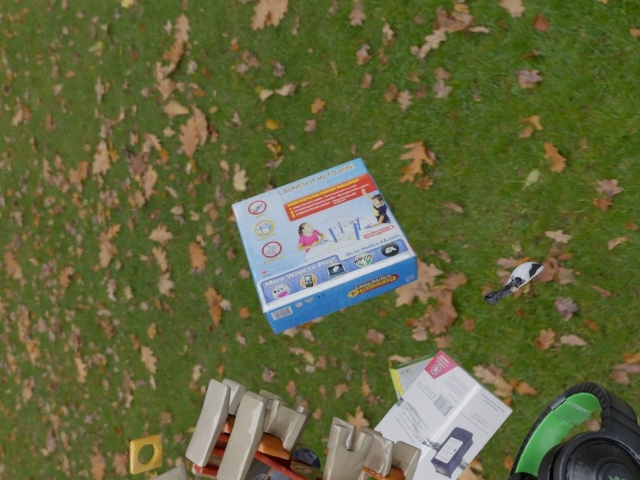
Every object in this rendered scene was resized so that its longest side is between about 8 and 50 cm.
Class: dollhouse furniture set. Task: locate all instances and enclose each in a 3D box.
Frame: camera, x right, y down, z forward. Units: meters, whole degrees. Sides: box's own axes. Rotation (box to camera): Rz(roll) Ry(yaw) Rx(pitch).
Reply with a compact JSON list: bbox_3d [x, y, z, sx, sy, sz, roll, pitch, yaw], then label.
[{"bbox_3d":[-0.052,0.274,0.722,0.259,0.262,0.135,2,68,52],"label":"dollhouse furniture set"}]

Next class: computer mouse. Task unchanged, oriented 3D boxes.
[{"bbox_3d":[0.487,0.094,1.420,0.042,0.193,0.106,54,136,13],"label":"computer mouse"}]

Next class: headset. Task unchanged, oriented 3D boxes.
[{"bbox_3d":[0.348,0.373,0.763,0.185,0.394,0.243,32,130,6],"label":"headset"}]

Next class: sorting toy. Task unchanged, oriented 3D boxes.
[{"bbox_3d":[-0.315,0.548,1.087,0.047,0.196,0.347,-2,100,46],"label":"sorting toy"}]

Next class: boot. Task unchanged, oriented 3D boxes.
[{"bbox_3d":[-0.098,0.372,0.817,0.082,0.219,0.106,53,165,-9],"label":"boot"}]

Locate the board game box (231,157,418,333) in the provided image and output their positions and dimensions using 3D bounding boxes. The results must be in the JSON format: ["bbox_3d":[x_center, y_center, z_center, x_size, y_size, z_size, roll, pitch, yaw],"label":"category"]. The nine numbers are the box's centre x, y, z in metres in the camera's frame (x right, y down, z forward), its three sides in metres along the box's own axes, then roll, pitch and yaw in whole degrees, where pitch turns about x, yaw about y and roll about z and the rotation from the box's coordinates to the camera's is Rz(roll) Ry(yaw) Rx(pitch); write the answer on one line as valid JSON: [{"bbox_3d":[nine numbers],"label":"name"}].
[{"bbox_3d":[0.000,0.000,1.184,0.086,0.308,0.302,73,176,-49],"label":"board game box"}]

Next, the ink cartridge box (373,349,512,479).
[{"bbox_3d":[0.223,0.356,1.105,0.237,0.100,0.172,-51,16,1],"label":"ink cartridge box"}]

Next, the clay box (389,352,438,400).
[{"bbox_3d":[0.254,0.387,1.334,0.053,0.128,0.222,154,101,-75],"label":"clay box"}]
